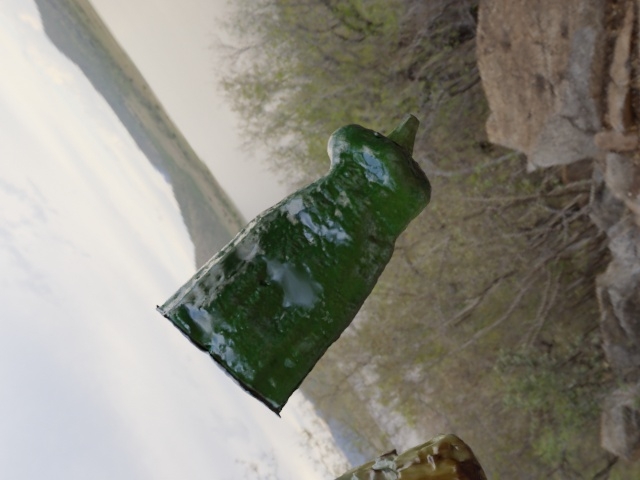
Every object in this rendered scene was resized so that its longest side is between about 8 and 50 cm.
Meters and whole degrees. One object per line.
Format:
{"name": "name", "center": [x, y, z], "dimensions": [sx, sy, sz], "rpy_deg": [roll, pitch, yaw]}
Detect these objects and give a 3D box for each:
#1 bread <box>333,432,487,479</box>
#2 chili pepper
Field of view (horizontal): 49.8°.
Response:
{"name": "bread", "center": [0.121, 0.472, 0.895], "dimensions": [0.370, 0.314, 0.191], "rpy_deg": [68, -170, 25]}
{"name": "chili pepper", "center": [0.000, 0.000, 0.582], "dimensions": [0.136, 0.270, 0.099], "rpy_deg": [34, 168, 36]}
